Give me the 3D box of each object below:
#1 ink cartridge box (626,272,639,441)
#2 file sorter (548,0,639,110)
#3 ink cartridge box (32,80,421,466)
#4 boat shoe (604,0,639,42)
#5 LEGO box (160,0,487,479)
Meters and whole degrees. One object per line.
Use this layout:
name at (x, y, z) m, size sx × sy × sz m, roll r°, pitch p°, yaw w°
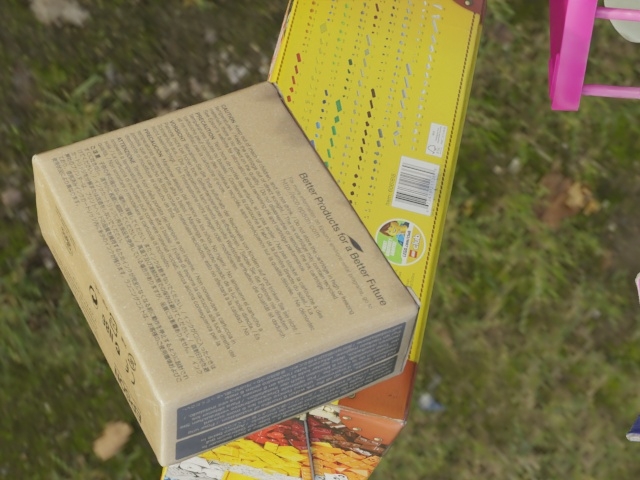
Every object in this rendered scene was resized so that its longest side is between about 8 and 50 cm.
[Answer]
ink cartridge box at (0.347, -0.005, 0.835) m, size 0.330 × 0.324 × 0.071 m, roll -36°, pitch 111°, yaw -61°
file sorter at (0.252, -0.252, 0.990) m, size 0.182 × 0.202 × 0.291 m, roll 3°, pitch 138°, yaw 3°
ink cartridge box at (-0.071, 0.017, 1.085) m, size 0.193 × 0.235 × 0.088 m, roll -18°, pitch 145°, yaw -20°
boat shoe at (0.266, -0.242, 1.357) m, size 0.049 × 0.043 × 0.137 m, roll -16°, pitch 113°, yaw 20°
LEGO box at (0.000, 0.000, 1.572) m, size 0.193 × 0.500 × 0.372 m, roll 15°, pitch 152°, yaw -4°
